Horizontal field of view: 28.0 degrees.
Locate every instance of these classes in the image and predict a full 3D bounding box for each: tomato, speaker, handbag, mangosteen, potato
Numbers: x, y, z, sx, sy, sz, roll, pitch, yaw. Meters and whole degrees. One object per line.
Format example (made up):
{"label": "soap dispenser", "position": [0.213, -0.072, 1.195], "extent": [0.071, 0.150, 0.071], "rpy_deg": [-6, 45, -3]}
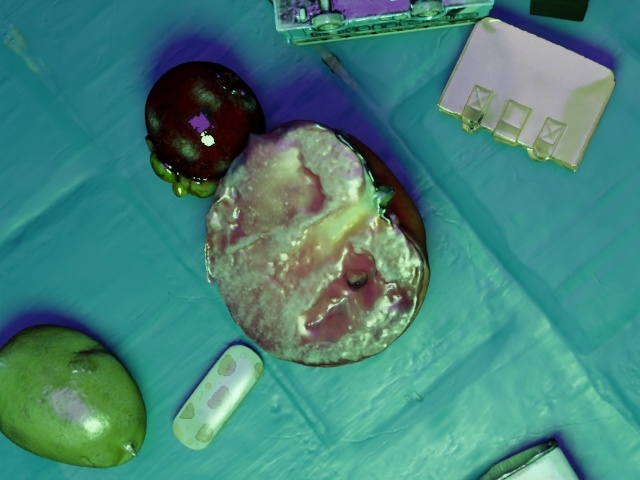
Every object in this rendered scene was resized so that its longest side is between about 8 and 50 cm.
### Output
{"label": "tomato", "position": [-0.002, -0.005, 1.740], "extent": [0.289, 0.176, 0.335], "rpy_deg": [-32, 94, 21]}
{"label": "speaker", "position": [0.323, -0.340, 1.704], "extent": [0.082, 0.218, 0.044], "rpy_deg": [10, 88, 9]}
{"label": "handbag", "position": [0.285, -0.201, 1.778], "extent": [0.212, 0.059, 0.157], "rpy_deg": [25, 88, 9]}
{"label": "mangosteen", "position": [-0.169, -0.148, 1.783], "extent": [0.199, 0.200, 0.200], "rpy_deg": [-1, 85, 7]}
{"label": "potato", "position": [-0.344, 0.224, 1.775], "extent": [0.251, 0.159, 0.174], "rpy_deg": [30, 116, 20]}

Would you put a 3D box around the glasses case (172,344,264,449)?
{"label": "glasses case", "position": [-0.143, 0.220, 1.804], "extent": [0.063, 0.041, 0.164], "rpy_deg": [38, 91, 8]}

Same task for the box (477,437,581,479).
{"label": "box", "position": [0.325, 0.459, 1.694], "extent": [0.190, 0.112, 0.370], "rpy_deg": [-33, 83, 2]}

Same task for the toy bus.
{"label": "toy bus", "position": [0.087, -0.340, 1.778], "extent": [0.297, 0.131, 0.106], "rpy_deg": [-6, 86, 7]}
